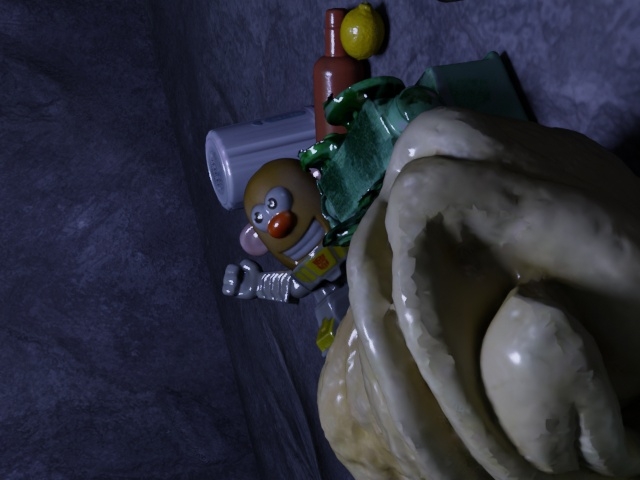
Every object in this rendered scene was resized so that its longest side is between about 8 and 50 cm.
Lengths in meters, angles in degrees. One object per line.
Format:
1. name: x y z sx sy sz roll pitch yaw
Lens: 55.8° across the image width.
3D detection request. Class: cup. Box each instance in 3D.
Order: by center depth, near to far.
1. cup: -0.084 -0.144 1.083 0.221 0.202 0.167 -168 65 -67

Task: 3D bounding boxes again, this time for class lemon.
1. lemon: 0.058 -0.291 0.841 0.062 0.062 0.083 56 148 42

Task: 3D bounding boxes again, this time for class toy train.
1. toy train: 0.093 -0.086 0.685 0.266 0.202 0.145 133 122 -63

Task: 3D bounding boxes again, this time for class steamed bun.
1. steamed bun: 0.163 0.084 0.478 0.230 0.325 0.372 31 135 39

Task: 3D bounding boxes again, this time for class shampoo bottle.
1. shampoo bottle: 0.030 -0.225 0.926 0.085 0.085 0.244 -143 47 -58

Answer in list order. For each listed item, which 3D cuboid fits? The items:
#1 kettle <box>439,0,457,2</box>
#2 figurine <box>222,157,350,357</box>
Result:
1. kettle: 0.095 -0.444 0.475 0.377 0.250 0.361 59 135 31
2. figurine: 0.000 0.001 0.906 0.285 0.342 0.167 53 179 7
